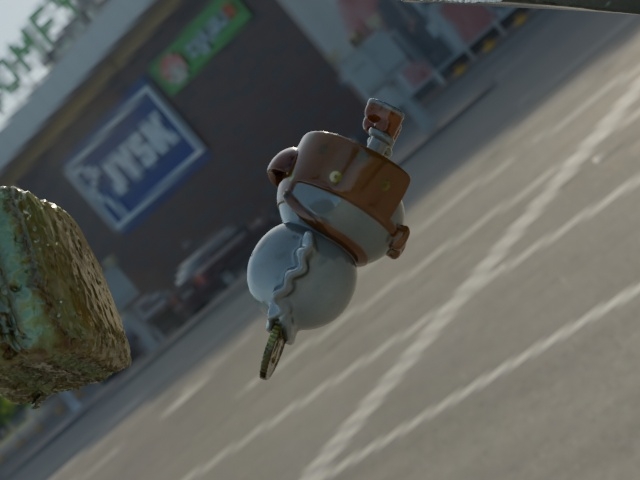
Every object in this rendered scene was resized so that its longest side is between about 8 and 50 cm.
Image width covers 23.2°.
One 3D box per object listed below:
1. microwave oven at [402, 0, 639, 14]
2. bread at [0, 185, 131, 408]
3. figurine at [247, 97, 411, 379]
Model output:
[{"bbox_3d":[0.270,-0.320,1.386,0.374,0.236,0.432,2,9,-8],"label":"microwave oven"},{"bbox_3d":[-0.211,0.039,1.103,0.102,0.138,0.196,-24,-15,-1],"label":"bread"},{"bbox_3d":[0.010,0.001,1.410,0.143,0.143,0.271,146,137,-67],"label":"figurine"}]
